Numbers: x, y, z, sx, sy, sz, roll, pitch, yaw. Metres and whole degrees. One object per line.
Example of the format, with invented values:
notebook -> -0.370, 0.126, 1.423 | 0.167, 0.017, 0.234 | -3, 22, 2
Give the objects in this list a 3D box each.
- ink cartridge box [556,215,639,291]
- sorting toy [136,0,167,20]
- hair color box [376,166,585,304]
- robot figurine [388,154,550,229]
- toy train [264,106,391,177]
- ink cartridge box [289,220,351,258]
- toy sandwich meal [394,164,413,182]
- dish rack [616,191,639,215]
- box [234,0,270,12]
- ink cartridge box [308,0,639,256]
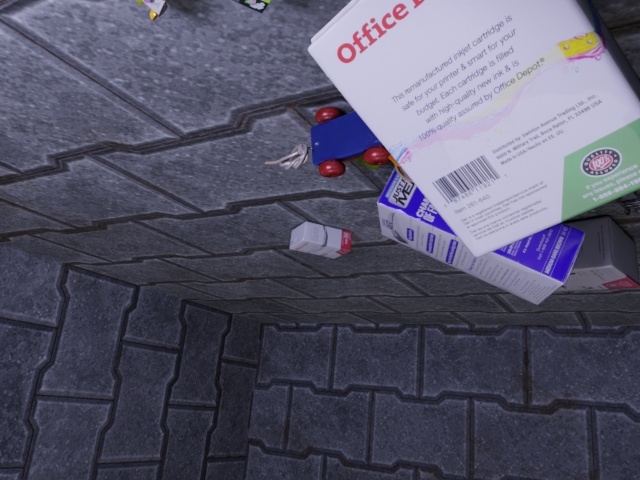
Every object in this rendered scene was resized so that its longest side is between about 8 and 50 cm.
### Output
ink cartridge box -> 0.569, 0.047, 1.272 | 0.283, 0.117, 0.207 | -11, 156, 43
sorting toy -> -0.196, -0.288, 0.582 | 0.075, 0.045, 0.083 | 34, 153, -20
hair color box -> 0.280, -0.013, 0.994 | 0.338, 0.110, 0.185 | 24, 168, 15
robot figurine -> 0.225, -0.082, 0.788 | 0.211, 0.085, 0.291 | 44, -165, 34
toy train -> 0.046, -0.147, 0.866 | 0.248, 0.105, 0.143 | -10, 171, 41
ink cartridge box -> 0.000, 0.000, 1.404 | 0.135, 0.056, 0.099 | 13, 161, -24
toy sandwich meal -> 0.162, -0.133, 0.913 | 0.085, 0.029, 0.086 | 6, 122, 10
dish rack -> 0.553, -0.114, 0.845 | 0.208, 0.074, 0.271 | -9, 159, 43
box -> -0.066, -0.279, 0.529 | 0.062, 0.052, 0.083 | 13, 161, -27
ink cartridge box -> 0.158, -0.147, 0.503 | 0.201, 0.117, 0.278 | -30, 110, 39
